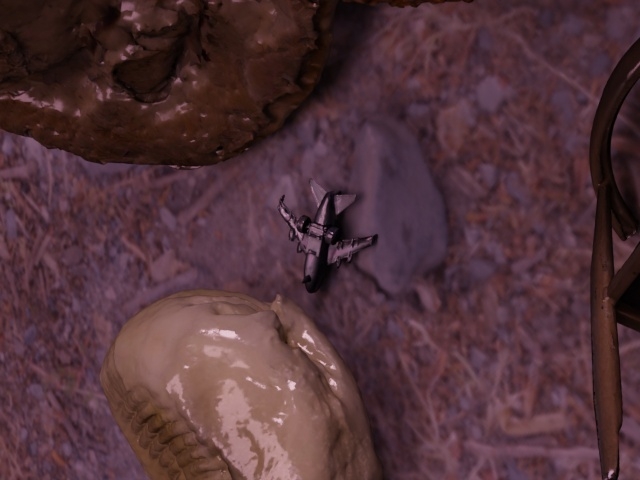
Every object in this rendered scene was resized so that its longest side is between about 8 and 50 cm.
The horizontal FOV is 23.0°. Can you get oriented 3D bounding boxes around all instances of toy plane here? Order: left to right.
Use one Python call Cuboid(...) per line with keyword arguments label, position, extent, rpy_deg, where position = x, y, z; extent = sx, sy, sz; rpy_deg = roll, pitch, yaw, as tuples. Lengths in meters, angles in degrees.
Cuboid(label="toy plane", position=(0.000, 0.000, 1.112), extent=(0.078, 0.031, 0.083), rpy_deg=(22, 110, 23))

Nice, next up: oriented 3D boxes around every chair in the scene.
Cuboid(label="chair", position=(0.242, 0.005, 0.823), extent=(0.188, 0.166, 0.272), rpy_deg=(-58, 18, 33))

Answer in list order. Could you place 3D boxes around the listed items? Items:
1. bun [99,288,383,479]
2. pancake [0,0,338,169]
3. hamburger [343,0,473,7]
Cuboid(label="bun", position=(-0.048, 0.129, 1.111), extent=(0.229, 0.145, 0.229), rpy_deg=(45, 158, 24))
Cuboid(label="pancake", position=(-0.168, -0.175, 1.038), extent=(0.387, 0.387, 0.082), rpy_deg=(-21, 50, 42))
Cuboid(label="hamburger", position=(0.078, -0.239, 0.840), extent=(0.291, 0.291, 0.225), rpy_deg=(-5, 90, 42))
